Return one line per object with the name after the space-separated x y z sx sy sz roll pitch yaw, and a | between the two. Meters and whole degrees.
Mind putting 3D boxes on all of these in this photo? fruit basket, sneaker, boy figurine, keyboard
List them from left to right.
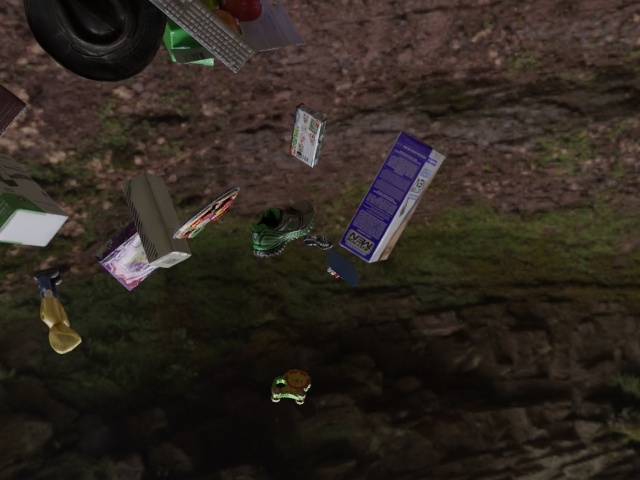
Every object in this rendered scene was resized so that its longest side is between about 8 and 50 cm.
-0.837 0.221 2.028 0.092 0.177 0.285 -20 -122 -19 | boy figurine
-0.268 -0.490 1.444 0.072 0.256 0.014 -50 -170 2 | keyboard
-0.267 -0.607 1.750 0.353 0.165 0.327 -14 -119 -24 | fruit basket
-0.135 -0.074 2.456 0.134 0.146 0.343 12 -145 30 | sneaker
0.000 0.000 1.923 0.109 0.040 0.044 16 -165 43 | sneaker

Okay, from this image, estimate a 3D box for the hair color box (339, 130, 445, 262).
0.197 -0.112 1.723 0.110 0.338 0.185 34 -168 17 | hair color box

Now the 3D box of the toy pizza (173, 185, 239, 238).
-0.271 -0.061 1.557 0.201 0.032 0.201 -38 -178 2 | toy pizza

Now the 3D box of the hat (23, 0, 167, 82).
-0.516 -0.510 1.422 0.331 0.331 0.134 -7 -161 -2 | hat

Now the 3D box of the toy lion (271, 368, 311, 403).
-0.074 0.370 1.645 0.100 0.034 0.096 6 -143 -6 | toy lion

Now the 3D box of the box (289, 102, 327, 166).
-0.046 -0.367 2.243 0.114 0.207 0.036 35 -129 19 | box

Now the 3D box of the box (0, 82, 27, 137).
-0.713 -0.277 1.205 0.168 0.203 0.167 35 -97 30 | box

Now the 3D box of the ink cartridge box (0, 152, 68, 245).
-0.889 -0.126 1.785 0.289 0.121 0.211 43 -172 14 | ink cartridge box

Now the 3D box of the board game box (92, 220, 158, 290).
-0.634 0.048 2.204 0.208 0.056 0.347 -37 164 -11 | board game box

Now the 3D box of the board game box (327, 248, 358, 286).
0.074 0.109 2.416 0.033 0.169 0.133 -38 -154 27 | board game box

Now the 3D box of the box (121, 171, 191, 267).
-0.496 -0.061 1.936 0.094 0.275 0.113 -27 164 13 | box
